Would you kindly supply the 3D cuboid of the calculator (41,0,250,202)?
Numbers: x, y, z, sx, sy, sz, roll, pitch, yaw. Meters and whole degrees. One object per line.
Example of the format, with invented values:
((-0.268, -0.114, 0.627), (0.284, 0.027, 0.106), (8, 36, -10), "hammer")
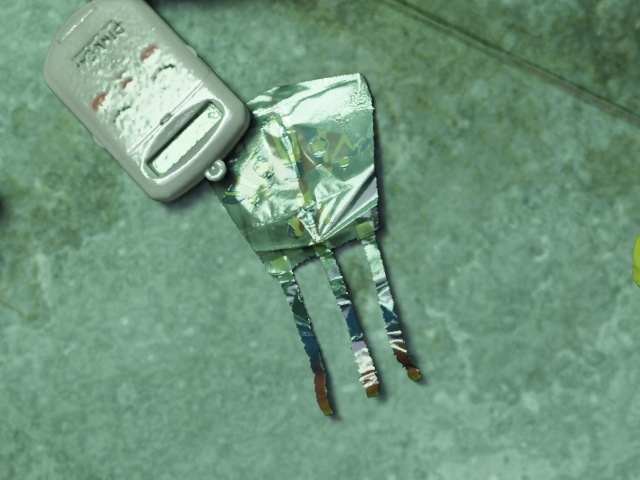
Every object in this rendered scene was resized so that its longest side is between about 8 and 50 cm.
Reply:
((-0.129, -0.106, 1.335), (0.100, 0.032, 0.175), (-45, 73, 3), "calculator")

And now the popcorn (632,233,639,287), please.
((0.321, 0.065, 1.124), (0.252, 0.215, 0.286), (-43, 79, -3), "popcorn")

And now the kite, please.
((0.000, 0.000, 1.302), (0.141, 0.015, 0.245), (-22, 76, 14), "kite")
